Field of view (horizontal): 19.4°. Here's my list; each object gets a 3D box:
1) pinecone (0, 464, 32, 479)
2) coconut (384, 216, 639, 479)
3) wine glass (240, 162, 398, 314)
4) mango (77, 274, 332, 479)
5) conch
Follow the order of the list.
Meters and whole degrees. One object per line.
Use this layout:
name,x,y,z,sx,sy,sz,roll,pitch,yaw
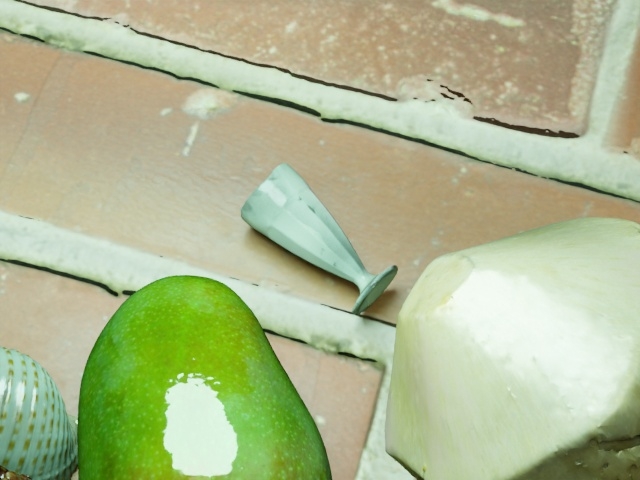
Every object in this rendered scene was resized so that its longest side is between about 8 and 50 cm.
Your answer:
pinecone,-0.285,0.290,1.665,0.173,0.173,0.173,1,67,-2
coconut,0.218,0.130,1.634,0.352,0.352,0.353,1,67,-2
wine glass,0.000,0.000,1.841,0.155,0.073,0.073,41,71,10
mango,-0.106,0.192,1.688,0.225,0.201,0.382,-13,56,7
conch,-0.297,0.171,1.741,0.153,0.102,0.135,26,83,8
